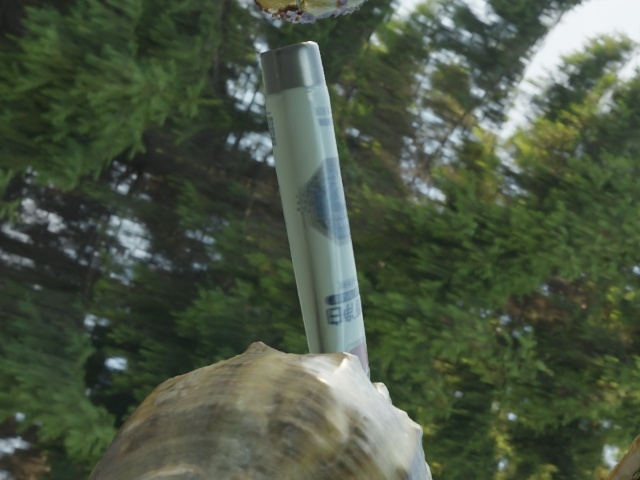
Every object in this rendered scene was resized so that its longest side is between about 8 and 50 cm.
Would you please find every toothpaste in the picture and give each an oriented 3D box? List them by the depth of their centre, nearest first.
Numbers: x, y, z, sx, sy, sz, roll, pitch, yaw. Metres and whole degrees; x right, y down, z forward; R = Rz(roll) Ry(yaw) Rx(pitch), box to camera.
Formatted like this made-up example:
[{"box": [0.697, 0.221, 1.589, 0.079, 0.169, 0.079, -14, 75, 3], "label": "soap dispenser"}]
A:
[{"box": [0.000, 0.000, 0.617, 0.039, 0.062, 0.239, -6, -83, 26], "label": "toothpaste"}]

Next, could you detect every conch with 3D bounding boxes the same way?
[{"box": [-0.046, 0.177, 0.477, 0.291, 0.210, 0.159, -36, -168, -34], "label": "conch"}]

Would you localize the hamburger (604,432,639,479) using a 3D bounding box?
[{"box": [0.204, 0.150, 0.353, 0.146, 0.243, 0.286, -144, -138, -68], "label": "hamburger"}]

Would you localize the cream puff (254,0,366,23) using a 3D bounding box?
[{"box": [-0.015, -0.240, 0.826, 0.084, 0.149, 0.149, 120, -17, -72], "label": "cream puff"}]
